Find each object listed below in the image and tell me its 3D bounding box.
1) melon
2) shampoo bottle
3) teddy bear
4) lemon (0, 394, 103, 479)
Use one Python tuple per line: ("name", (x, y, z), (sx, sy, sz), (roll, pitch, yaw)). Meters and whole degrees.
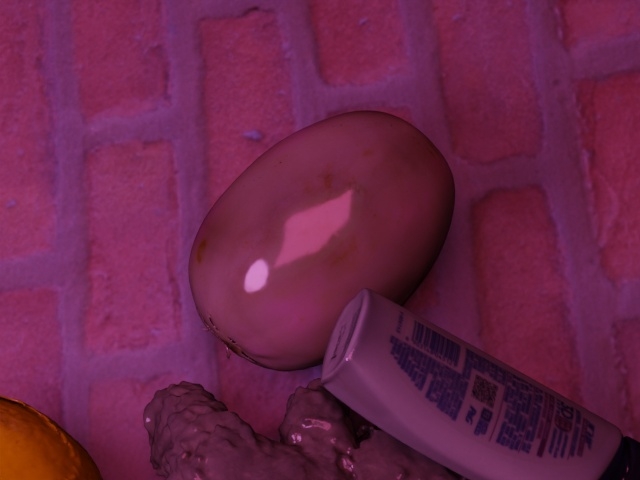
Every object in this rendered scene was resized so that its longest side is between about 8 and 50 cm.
("melon", (0.000, 0.000, 1.898), (0.223, 0.223, 0.317), (42, 81, 19))
("shampoo bottle", (0.171, 0.185, 1.792), (0.359, 0.078, 0.134), (30, 48, -13))
("teddy bear", (0.001, 0.302, 1.811), (0.367, 0.224, 0.357), (2, 66, -9))
("lemon", (-0.351, 0.290, 1.780), (0.297, 0.297, 0.297), (-2, 68, 5))
